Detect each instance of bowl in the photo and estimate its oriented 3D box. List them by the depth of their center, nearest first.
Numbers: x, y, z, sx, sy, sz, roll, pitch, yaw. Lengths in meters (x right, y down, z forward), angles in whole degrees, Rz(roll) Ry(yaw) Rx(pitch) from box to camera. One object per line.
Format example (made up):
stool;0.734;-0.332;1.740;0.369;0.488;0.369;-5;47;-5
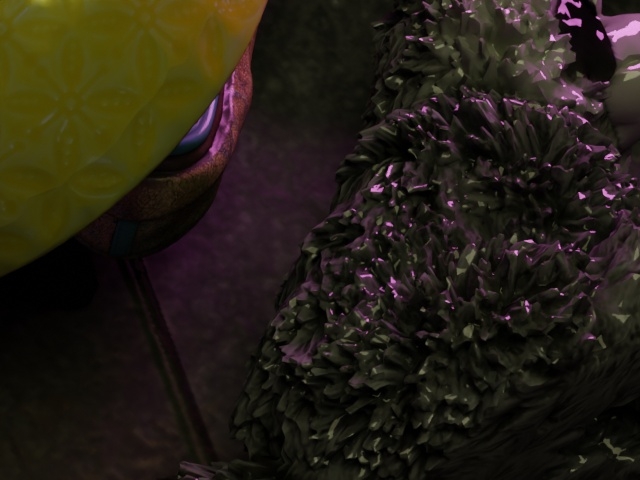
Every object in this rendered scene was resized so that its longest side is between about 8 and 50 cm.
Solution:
bowl;-0.179;-0.133;0.757;0.289;0.156;0.289;-21;44;22

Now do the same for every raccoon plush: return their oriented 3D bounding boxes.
raccoon plush;0.000;0.000;0.796;0.446;0.216;0.299;-16;56;-22

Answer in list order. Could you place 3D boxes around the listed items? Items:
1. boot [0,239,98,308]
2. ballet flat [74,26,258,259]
boot;-0.162;-0.025;0.857;0.121;0.045;0.099;19;50;-4
ballet flat;-0.081;-0.133;0.899;0.123;0.123;0.348;13;50;-6
